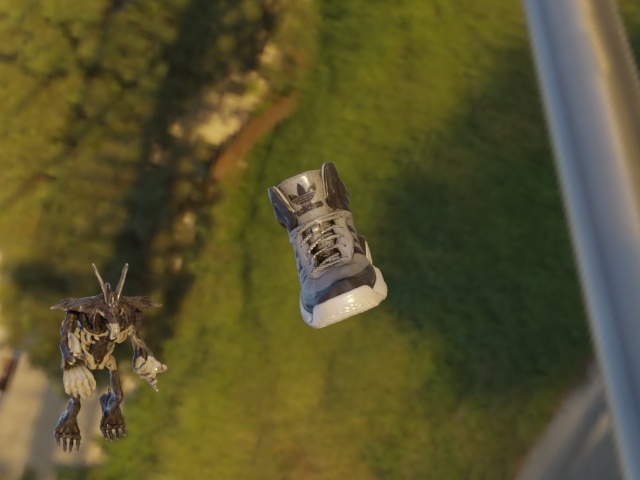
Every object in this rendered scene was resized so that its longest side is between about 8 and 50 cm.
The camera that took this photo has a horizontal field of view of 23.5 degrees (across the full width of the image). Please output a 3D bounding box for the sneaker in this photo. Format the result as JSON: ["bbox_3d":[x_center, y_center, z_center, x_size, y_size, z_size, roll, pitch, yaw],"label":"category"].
[{"bbox_3d":[0.000,0.000,1.764,0.268,0.101,0.153,-100,-13,-77],"label":"sneaker"}]

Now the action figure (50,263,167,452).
[{"bbox_3d":[-0.303,0.173,2.188,0.141,0.164,0.275,53,139,47],"label":"action figure"}]
